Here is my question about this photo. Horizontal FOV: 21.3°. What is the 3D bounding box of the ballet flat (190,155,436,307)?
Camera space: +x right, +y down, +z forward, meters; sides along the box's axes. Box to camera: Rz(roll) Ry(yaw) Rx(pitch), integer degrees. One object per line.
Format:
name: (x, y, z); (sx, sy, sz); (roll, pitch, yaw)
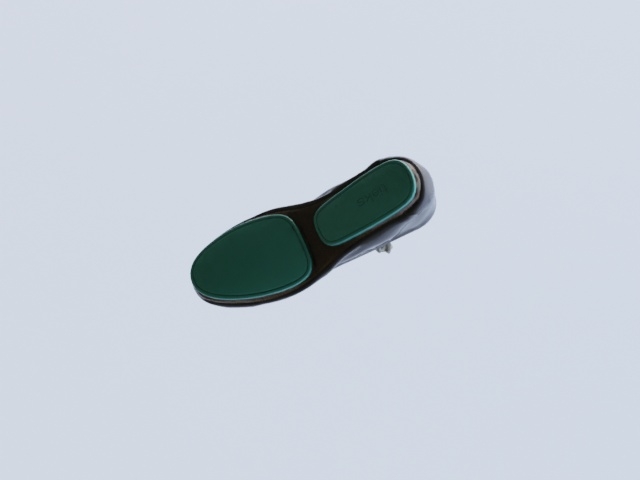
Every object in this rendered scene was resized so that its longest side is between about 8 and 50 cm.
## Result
ballet flat: (0.000, 0.000, 1.290); (0.203, 0.074, 0.074); (-26, -109, 18)
